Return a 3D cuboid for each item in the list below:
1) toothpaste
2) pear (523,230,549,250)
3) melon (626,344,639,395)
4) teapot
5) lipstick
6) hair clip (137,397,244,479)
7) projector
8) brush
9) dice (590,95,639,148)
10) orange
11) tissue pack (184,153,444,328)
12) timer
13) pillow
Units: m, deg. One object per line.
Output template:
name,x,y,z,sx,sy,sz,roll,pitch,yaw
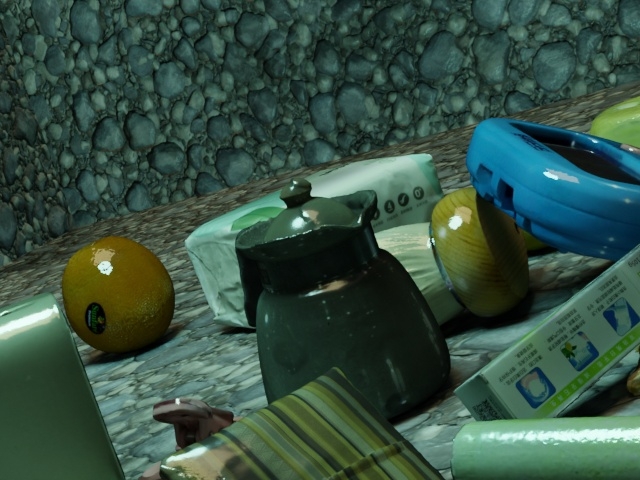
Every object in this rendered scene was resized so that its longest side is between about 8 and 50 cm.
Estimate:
toothpaste,0.283,0.092,1.399,0.336,0.081,0.067,-33,-8,-32
pear,0.317,-0.056,2.076,0.162,0.149,0.149,-8,14,31
melon,0.373,0.108,1.428,0.098,0.054,0.182,-31,5,22
teapot,0.009,0.055,1.629,0.223,0.285,0.305,-18,11,-1
lipstick,0.244,0.183,1.140,0.304,0.076,0.076,-10,13,42
hair clip,-0.142,0.247,1.603,0.123,0.102,0.138,-12,-21,23
projector,-0.373,0.215,1.520,0.249,0.248,0.248,-21,4,-13
brush,0.184,0.028,1.848,0.166,0.174,0.266,-24,-1,22
dice,0.519,-0.134,2.072,0.169,0.166,0.169,-11,12,35
orange,-0.343,0.092,2.297,0.206,0.206,0.206,-18,10,3
tissue pack,0.000,-0.002,2.203,0.356,0.194,0.266,-25,11,-36
timer,0.356,-0.057,1.712,0.309,0.115,0.340,10,16,-21
pillow,0.002,0.217,1.175,0.212,0.052,0.208,-25,53,-35
